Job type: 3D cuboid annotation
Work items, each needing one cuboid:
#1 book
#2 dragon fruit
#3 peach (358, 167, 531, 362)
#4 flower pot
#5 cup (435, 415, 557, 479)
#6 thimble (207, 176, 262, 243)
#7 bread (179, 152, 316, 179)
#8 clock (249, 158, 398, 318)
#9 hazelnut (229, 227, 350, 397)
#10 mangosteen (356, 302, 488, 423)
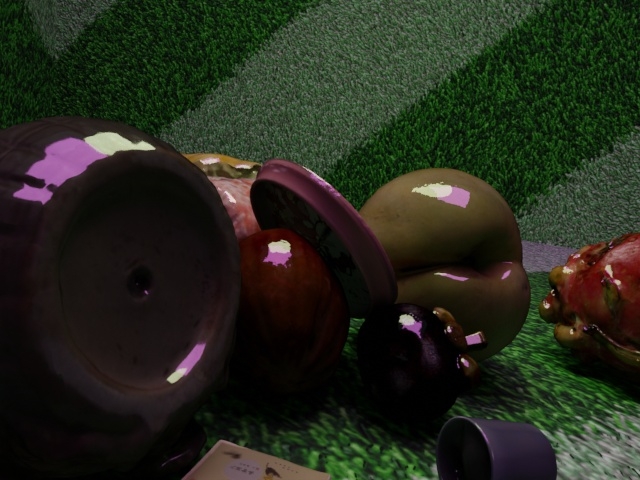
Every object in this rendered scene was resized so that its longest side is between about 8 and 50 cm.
[{"bbox_3d":[-0.053,0.202,0.447,0.111,0.014,0.077,11,10,16],"label":"book"},{"bbox_3d":[0.497,0.099,0.842,0.291,0.250,0.269,-4,-8,42],"label":"dragon fruit"},{"bbox_3d":[0.166,0.042,0.796,0.247,0.292,0.292,-21,19,-18],"label":"peach"},{"bbox_3d":[-0.209,0.057,0.452,0.213,0.301,0.302,-5,2,29],"label":"flower pot"},{"bbox_3d":[0.159,0.206,0.470,0.077,0.078,0.100,9,42,-22],"label":"cup"},{"bbox_3d":[-0.154,0.011,0.861,0.239,0.239,0.162,14,11,33],"label":"thimble"},{"bbox_3d":[-0.199,-0.055,1.200,0.361,0.250,0.394,5,6,-34],"label":"bread"},{"bbox_3d":[0.001,-0.001,0.688,0.056,0.244,0.244,-39,32,-22],"label":"clock"},{"bbox_3d":[-0.053,0.087,0.612,0.178,0.204,0.178,8,40,-7],"label":"hazelnut"},{"bbox_3d":[0.118,0.134,0.614,0.151,0.137,0.137,-15,10,1],"label":"mangosteen"}]
